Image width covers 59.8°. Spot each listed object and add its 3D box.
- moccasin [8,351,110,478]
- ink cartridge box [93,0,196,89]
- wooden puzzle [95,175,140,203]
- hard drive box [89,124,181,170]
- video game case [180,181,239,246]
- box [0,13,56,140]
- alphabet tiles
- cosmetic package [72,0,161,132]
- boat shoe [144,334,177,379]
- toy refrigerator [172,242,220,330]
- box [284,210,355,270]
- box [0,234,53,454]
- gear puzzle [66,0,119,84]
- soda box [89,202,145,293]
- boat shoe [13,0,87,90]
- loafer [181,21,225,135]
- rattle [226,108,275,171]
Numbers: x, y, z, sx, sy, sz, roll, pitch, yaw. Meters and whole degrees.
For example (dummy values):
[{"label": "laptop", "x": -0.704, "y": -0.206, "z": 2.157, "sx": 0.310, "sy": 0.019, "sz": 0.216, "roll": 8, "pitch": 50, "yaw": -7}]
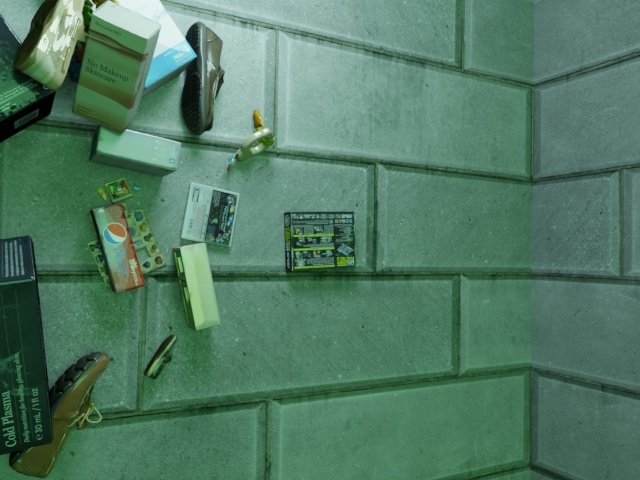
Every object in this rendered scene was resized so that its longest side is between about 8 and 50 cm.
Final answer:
[{"label": "moccasin", "x": -0.724, "y": 0.501, "z": 1.608, "sx": 0.147, "sy": 0.139, "sz": 0.380, "roll": 37, "pitch": 70, "yaw": -29}, {"label": "ink cartridge box", "x": -0.554, "y": -0.601, "z": 1.684, "sx": 0.197, "sy": 0.198, "sz": 0.270, "roll": -41, "pitch": 108, "yaw": -23}, {"label": "wooden puzzle", "x": -0.630, "y": -0.159, "z": 1.736, "sx": 0.116, "sy": 0.014, "sz": 0.078, "roll": -33, "pitch": 99, "yaw": -26}, {"label": "hard drive box", "x": -0.562, "y": -0.267, "z": 1.684, "sx": 0.232, "sy": 0.181, "sz": 0.089, "roll": 10, "pitch": 84, "yaw": -29}, {"label": "video game case", "x": -0.371, "y": -0.085, "z": 1.876, "sx": 0.173, "sy": 0.022, "sz": 0.190, "roll": 12, "pitch": 83, "yaw": -28}, {"label": "box", "x": -0.864, "y": -0.445, "z": 1.455, "sx": 0.183, "sy": 0.296, "sz": 0.294, "roll": -41, "pitch": 108, "yaw": -23}, {"label": "alphabet tiles", "x": -0.620, "y": 0.006, "z": 1.745, "sx": 0.198, "sy": 0.009, "sz": 0.237, "roll": -26, "pitch": 101, "yaw": -26}, {"label": "cosmetic package", "x": -0.554, "y": -0.464, "z": 1.508, "sx": 0.153, "sy": 0.296, "sz": 0.129, "roll": 21, "pitch": 35, "yaw": -12}, {"label": "boat shoe", "x": -0.502, "y": 0.373, "z": 1.781, "sx": 0.049, "sy": 0.056, "sz": 0.152, "roll": 40, "pitch": 81, "yaw": -27}, {"label": "toy refrigerator", "x": -0.406, "y": 0.148, "z": 1.806, "sx": 0.094, "sy": 0.102, "sz": 0.269, "roll": -12, "pitch": 95, "yaw": -28}, {"label": "box", "x": 0.000, "y": 0.000, "z": 2.055, "sx": 0.270, "sy": 0.060, "sz": 0.216, "roll": -2, "pitch": 91, "yaw": -28}, {"label": "box", "x": -0.924, "y": 0.273, "z": 1.334, "sx": 0.472, "sy": 0.297, "sz": 0.479, "roll": -6, "pitch": 114, "yaw": -26}, {"label": "gear puzzle", "x": -0.660, "y": -0.576, "z": 1.556, "sx": 0.175, "sy": 0.339, "sz": 0.044, "roll": 52, "pitch": 38, "yaw": -13}, {"label": "soda box", "x": -0.617, "y": 0.023, "z": 1.693, "sx": 0.092, "sy": 0.083, "sz": 0.263, "roll": -16, "pitch": 98, "yaw": -27}, {"label": "boat shoe", "x": -0.659, "y": -0.525, "z": 1.410, "sx": 0.110, "sy": 0.122, "sz": 0.341, "roll": 41, "pitch": 47, "yaw": -45}, {"label": "loafer", "x": -0.365, "y": -0.523, "z": 1.821, "sx": 0.130, "sy": 0.134, "sz": 0.365, "roll": 4, "pitch": 88, "yaw": -41}, {"label": "rattle", "x": -0.269, "y": -0.347, "z": 1.911, "sx": 0.200, "sy": 0.130, "sz": 0.142, "roll": -32, "pitch": 94, "yaw": 2}]
